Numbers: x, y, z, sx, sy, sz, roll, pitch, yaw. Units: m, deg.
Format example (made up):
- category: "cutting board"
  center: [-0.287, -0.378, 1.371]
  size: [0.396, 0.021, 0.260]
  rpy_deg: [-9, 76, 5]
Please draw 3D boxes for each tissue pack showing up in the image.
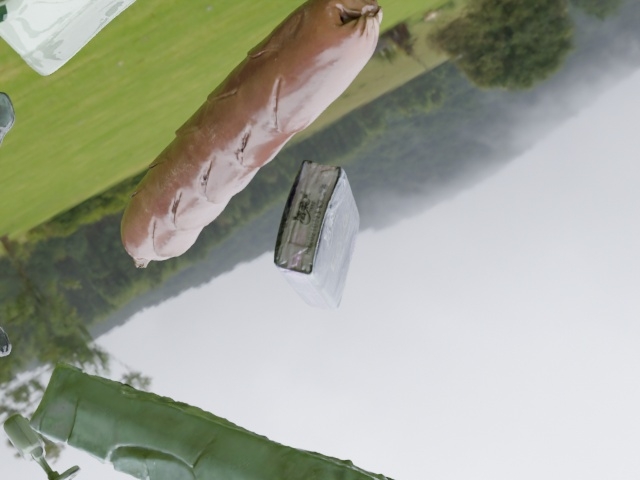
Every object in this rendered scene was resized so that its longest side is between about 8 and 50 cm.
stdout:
- category: "tissue pack"
  center: [0.000, 0.000, 0.853]
  size: [0.051, 0.112, 0.156]
  rpy_deg: [11, 165, 14]

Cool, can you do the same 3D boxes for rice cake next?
- category: "rice cake"
  center: [-0.091, 0.156, 0.617]
  size: [0.336, 0.063, 0.066]
  rpy_deg: [9, -108, 35]

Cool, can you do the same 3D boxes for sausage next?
- category: "sausage"
  center: [-0.090, -0.086, 0.791]
  size: [0.433, 0.088, 0.088]
  rpy_deg: [-39, 179, 43]

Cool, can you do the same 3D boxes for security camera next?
- category: "security camera"
  center: [-0.303, 0.225, 0.903]
  size: [0.058, 0.092, 0.058]
  rpy_deg: [-36, 171, -7]

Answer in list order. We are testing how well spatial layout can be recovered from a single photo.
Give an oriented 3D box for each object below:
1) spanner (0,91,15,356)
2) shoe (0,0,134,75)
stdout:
- category: "spanner"
  center: [-0.307, -0.009, 0.768]
  size: [0.054, 0.255, 0.015]
  rpy_deg: [1, 180, -18]
- category: "shoe"
  center: [-0.210, -0.258, 0.749]
  size: [0.265, 0.110, 0.095]
  rpy_deg: [-37, -146, 26]
